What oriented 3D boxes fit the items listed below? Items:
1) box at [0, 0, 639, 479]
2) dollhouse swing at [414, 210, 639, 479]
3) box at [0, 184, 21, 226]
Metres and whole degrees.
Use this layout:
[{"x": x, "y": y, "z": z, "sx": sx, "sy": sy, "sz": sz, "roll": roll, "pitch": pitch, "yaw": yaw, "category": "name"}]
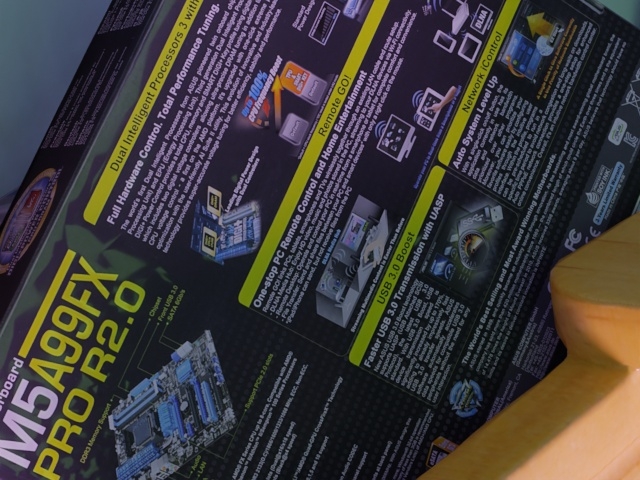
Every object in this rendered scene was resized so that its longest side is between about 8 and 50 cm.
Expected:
[{"x": 0.000, "y": 0.000, "z": 0.733, "sx": 0.216, "sy": 0.060, "sz": 0.270, "roll": 29, "pitch": 78, "yaw": -23, "category": "box"}, {"x": 0.192, "y": 0.196, "z": 0.704, "sx": 0.305, "sy": 0.315, "sz": 0.347, "roll": -46, "pitch": 134, "yaw": -47, "category": "dollhouse swing"}, {"x": -0.024, "y": -0.022, "z": 0.819, "sx": 0.203, "sy": 0.114, "sz": 0.103, "roll": -35, "pitch": 102, "yaw": -23, "category": "box"}]
